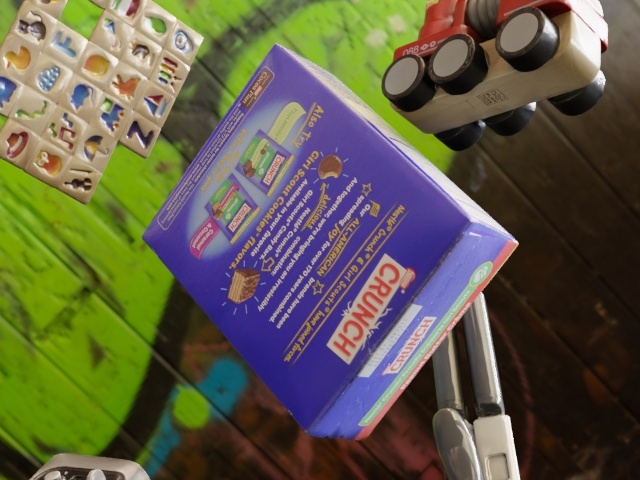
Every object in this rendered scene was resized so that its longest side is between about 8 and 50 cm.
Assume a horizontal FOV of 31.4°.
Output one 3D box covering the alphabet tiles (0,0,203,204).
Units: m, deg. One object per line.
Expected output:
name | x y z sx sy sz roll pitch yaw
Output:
alphabet tiles | -0.248 -0.169 1.214 0.009 0.198 0.237 3 -114 54

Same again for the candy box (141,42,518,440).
candy box | 0.000 0.000 1.169 0.268 0.317 0.122 -53 146 15

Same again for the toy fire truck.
toy fire truck | 0.197 -0.234 1.202 0.217 0.158 0.246 -16 -124 40

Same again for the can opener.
can opener | 0.153 0.155 1.194 0.076 0.095 0.283 -12 -133 10

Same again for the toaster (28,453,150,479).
toaster | -0.223 0.311 1.035 0.110 0.185 0.168 -4 -160 25
